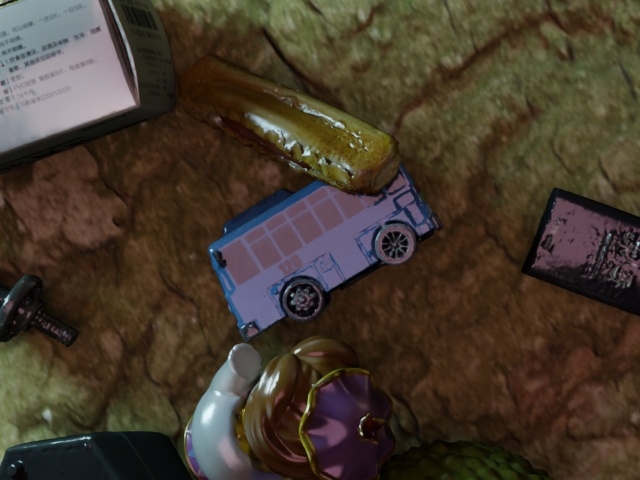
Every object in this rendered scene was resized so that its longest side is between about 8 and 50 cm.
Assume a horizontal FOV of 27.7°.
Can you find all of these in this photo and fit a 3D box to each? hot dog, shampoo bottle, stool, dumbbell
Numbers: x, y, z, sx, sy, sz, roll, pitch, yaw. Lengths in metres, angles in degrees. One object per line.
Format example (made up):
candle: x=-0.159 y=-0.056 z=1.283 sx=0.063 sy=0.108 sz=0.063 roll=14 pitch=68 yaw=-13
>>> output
hot dog: x=-0.037 y=-0.114 z=1.307 sx=0.083 sy=0.068 sz=0.289 roll=-36 pitch=46 yaw=-28
shampoo bottle: x=0.370 y=0.042 z=1.335 sx=0.309 sy=0.071 sz=0.098 roll=20 pitch=92 yaw=2
stool: x=-0.236 y=0.304 z=1.338 sx=0.232 sy=0.141 sz=0.232 roll=-6 pitch=78 yaw=29
dumbbell: x=-0.374 y=0.045 z=1.399 sx=0.254 sy=0.081 sz=0.081 roll=29 pitch=95 yaw=4

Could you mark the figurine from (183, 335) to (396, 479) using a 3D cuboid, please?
figurine: x=-0.032 y=0.184 z=1.284 sx=0.142 sy=0.263 sz=0.189 roll=-33 pitch=93 yaw=-38

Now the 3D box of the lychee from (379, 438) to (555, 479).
lychee: x=0.135 y=0.324 z=1.272 sx=0.320 sy=0.270 sz=0.270 roll=33 pitch=96 yaw=20

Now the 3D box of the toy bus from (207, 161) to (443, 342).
toy bus: x=0.000 y=0.000 z=1.345 sx=0.234 sy=0.116 sz=0.133 roll=-31 pitch=89 yaw=4

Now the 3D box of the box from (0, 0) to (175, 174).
box: x=-0.326 y=-0.152 z=1.338 sx=0.333 sy=0.173 sz=0.145 roll=-19 pitch=93 yaw=6
